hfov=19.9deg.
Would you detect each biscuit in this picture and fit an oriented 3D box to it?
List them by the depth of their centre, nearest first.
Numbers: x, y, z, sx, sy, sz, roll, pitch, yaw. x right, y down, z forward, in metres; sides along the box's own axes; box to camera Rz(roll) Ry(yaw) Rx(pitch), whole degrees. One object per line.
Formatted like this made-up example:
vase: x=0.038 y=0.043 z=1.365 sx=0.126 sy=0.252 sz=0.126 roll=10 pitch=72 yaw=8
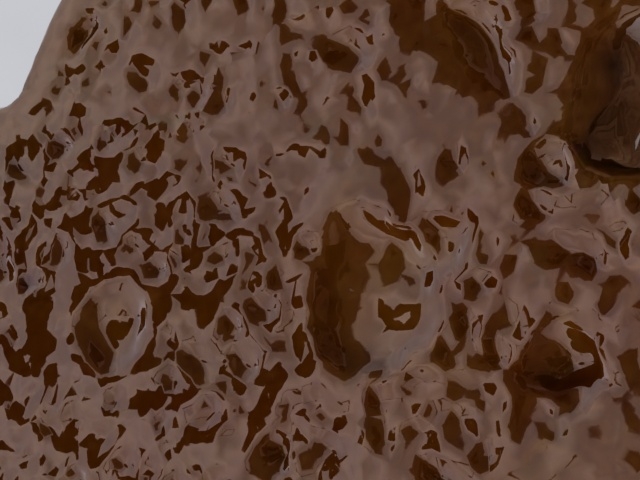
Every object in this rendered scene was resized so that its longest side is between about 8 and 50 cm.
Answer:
biscuit: x=0.000 y=0.000 z=0.450 sx=0.047 sy=0.334 sz=0.202 roll=21 pitch=-124 yaw=-53
